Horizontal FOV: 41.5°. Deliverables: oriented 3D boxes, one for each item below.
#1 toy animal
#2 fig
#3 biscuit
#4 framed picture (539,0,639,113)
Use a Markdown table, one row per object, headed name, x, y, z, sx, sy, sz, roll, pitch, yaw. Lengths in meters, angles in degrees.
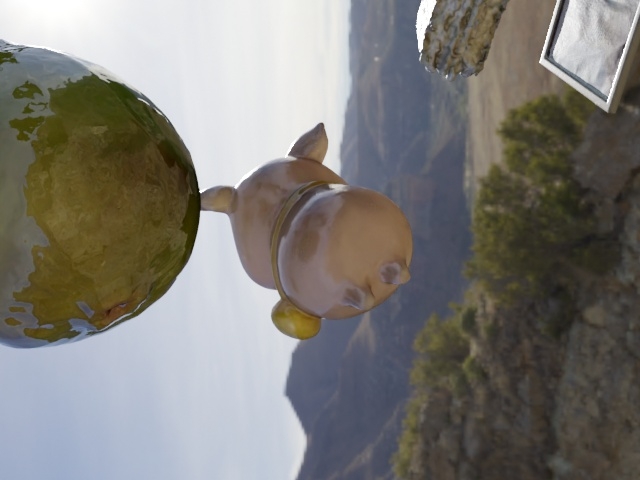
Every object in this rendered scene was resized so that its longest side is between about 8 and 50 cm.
| name | x | y | z | sx | sy | sz | roll | pitch | yaw |
| --- | --- | --- | --- | --- | --- | --- | --- | --- | --- |
| toy animal | -0.003 | 0.000 | 0.842 | 0.248 | 0.165 | 0.149 | 38 | 145 | 46 |
| fig | -0.193 | -0.037 | 0.630 | 0.207 | 0.207 | 0.230 | 85 | 167 | -45 |
| biscuit | 0.133 | -0.231 | 0.801 | 0.239 | 0.061 | 0.108 | -76 | 4 | -65 |
| framed picture | 0.398 | -0.311 | 1.237 | 0.250 | 0.016 | 0.184 | -107 | 25 | -60 |
